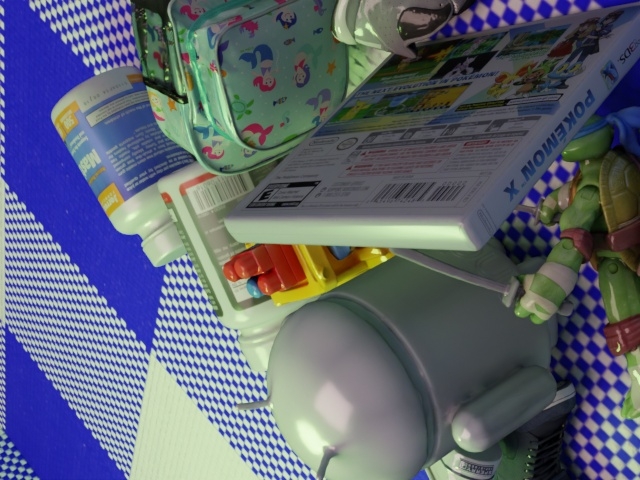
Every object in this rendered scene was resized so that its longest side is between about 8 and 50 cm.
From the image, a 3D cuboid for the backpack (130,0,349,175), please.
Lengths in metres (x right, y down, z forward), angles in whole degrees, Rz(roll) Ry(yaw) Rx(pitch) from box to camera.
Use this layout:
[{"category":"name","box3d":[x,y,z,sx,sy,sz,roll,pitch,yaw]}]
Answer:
[{"category":"backpack","box3d":[-0.082,-0.201,1.230,0.191,0.225,0.253,40,145,36]}]

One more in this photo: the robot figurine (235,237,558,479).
[{"category":"robot figurine","box3d":[0.091,0.120,1.110,0.300,0.353,0.199,20,129,47]}]

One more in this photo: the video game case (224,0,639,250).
[{"category":"video game case","box3d":[0.101,-0.101,0.996,0.329,0.300,0.036,1,131,53]}]

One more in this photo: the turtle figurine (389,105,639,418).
[{"category":"turtle figurine","box3d":[0.229,0.030,1.019,0.266,0.275,0.198,61,-179,-7]}]

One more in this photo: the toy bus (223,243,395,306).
[{"category":"toy bus","box3d":[0.000,0.000,1.277,0.220,0.211,0.149,-18,97,54]}]

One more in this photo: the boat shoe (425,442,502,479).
[{"category":"boat shoe","box3d":[0.136,0.216,1.255,0.258,0.095,0.084,-95,21,-70]}]

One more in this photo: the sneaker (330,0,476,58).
[{"category":"sneaker","box3d":[0.102,-0.285,1.073,0.132,0.086,0.228,23,122,10]}]

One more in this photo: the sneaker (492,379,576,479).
[{"category":"sneaker","box3d":[0.258,0.257,1.219,0.163,0.086,0.226,61,157,19]}]

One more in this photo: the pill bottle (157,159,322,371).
[{"category":"pill bottle","box3d":[-0.087,0.017,1.445,0.161,0.161,0.283,-13,103,55]}]

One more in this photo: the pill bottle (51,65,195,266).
[{"category":"pill bottle","box3d":[-0.264,-0.104,1.597,0.272,0.152,0.152,59,146,4]}]
